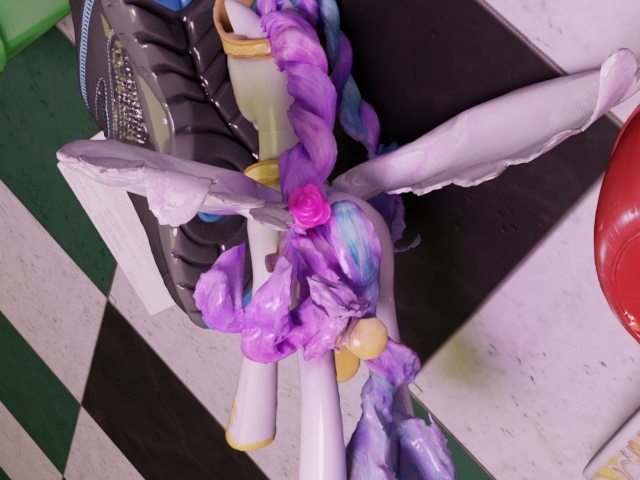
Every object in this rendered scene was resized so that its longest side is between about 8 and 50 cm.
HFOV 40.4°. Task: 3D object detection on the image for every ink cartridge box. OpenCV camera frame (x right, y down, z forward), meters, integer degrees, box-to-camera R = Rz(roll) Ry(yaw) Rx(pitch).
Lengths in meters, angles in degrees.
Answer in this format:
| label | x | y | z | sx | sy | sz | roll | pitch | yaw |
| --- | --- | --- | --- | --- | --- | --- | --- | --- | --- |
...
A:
| label | x | y | z | sx | sy | sz | roll | pitch | yaw |
| --- | --- | --- | --- | --- | --- | --- | --- | --- | --- |
| ink cartridge box | -0.129 | -0.045 | 0.848 | 0.232 | 0.066 | 0.189 | -26 | 99 | 32 |

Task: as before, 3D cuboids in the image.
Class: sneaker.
| label | x | y | z | sx | sy | sz | roll | pitch | yaw |
| --- | --- | --- | --- | --- | --- | --- | --- | --- | --- |
| sneaker | -0.122 | -0.092 | 0.735 | 0.139 | 0.125 | 0.341 | 8 | 113 | 47 |

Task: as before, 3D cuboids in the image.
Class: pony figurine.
| label | x | y | z | sx | sy | sz | roll | pitch | yaw |
| --- | --- | --- | --- | --- | --- | --- | --- | --- | --- |
| pony figurine | 0.000 | 0.000 | 0.544 | 0.351 | 0.302 | 0.364 | -150 | 53 | -69 |

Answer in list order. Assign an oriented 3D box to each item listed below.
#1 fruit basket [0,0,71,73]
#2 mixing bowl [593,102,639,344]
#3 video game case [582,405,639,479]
| label | x | y | z | sx | sy | sz | roll | pitch | yaw |
| --- | --- | --- | --- | --- | --- | --- | --- | --- | --- |
| fruit basket | -0.417 | -0.284 | 0.695 | 0.282 | 0.392 | 0.392 | 11 | 126 | 43 |
| mixing bowl | 0.213 | 0.006 | 0.451 | 0.181 | 0.098 | 0.182 | 28 | 136 | 32 |
| video game case | 0.266 | 0.177 | 0.514 | 0.206 | 0.026 | 0.227 | 36 | 164 | 20 |
